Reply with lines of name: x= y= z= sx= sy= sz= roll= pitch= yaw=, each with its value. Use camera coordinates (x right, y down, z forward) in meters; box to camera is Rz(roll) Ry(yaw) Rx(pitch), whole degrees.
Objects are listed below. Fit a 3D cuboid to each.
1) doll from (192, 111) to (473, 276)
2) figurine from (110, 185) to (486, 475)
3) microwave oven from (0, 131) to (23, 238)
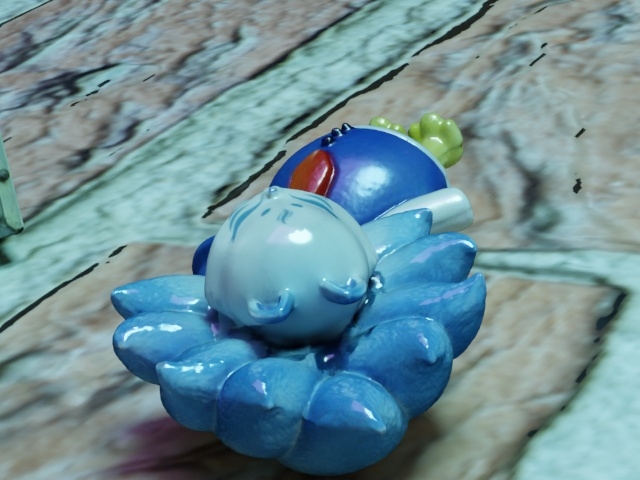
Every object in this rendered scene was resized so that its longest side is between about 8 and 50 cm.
doll: x=0.000 y=0.000 z=0.648 sx=0.099 sy=0.057 sz=0.143 roll=-2 pitch=28 yaw=37
figurine: x=-0.002 y=0.027 z=0.546 sx=0.114 sy=0.079 sz=0.114 roll=-2 pitch=20 yaw=1
microwave oven: x=-0.257 y=-0.043 z=0.734 sx=0.241 sy=0.145 sz=0.194 roll=-18 pitch=26 yaw=-19
